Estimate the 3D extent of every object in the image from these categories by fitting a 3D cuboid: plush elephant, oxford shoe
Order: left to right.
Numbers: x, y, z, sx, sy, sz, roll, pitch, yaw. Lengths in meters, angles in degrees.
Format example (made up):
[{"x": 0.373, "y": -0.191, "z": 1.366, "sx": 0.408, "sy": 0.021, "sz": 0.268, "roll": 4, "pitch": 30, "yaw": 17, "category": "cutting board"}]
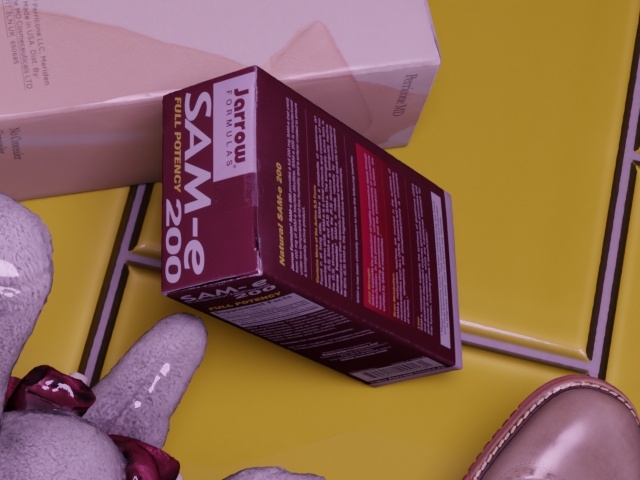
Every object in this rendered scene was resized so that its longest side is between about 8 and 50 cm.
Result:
[{"x": -0.141, "y": 0.142, "z": 0.913, "sx": 0.272, "sy": 0.255, "sz": 0.330, "roll": 35, "pitch": 109, "yaw": -1, "category": "plush elephant"}, {"x": 0.117, "y": 0.245, "z": 0.919, "sx": 0.123, "sy": 0.130, "sz": 0.348, "roll": 21, "pitch": 84, "yaw": -8, "category": "oxford shoe"}]

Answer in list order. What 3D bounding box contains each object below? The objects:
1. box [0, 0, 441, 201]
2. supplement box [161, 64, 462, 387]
[{"x": -0.090, "y": -0.122, "z": 1.074, "sx": 0.311, "sy": 0.148, "sz": 0.121, "roll": -9, "pitch": 71, "yaw": -8, "category": "box"}, {"x": 0.000, "y": 0.000, "z": 0.990, "sx": 0.073, "sy": 0.239, "sz": 0.130, "roll": -14, "pitch": 65, "yaw": 29, "category": "supplement box"}]
